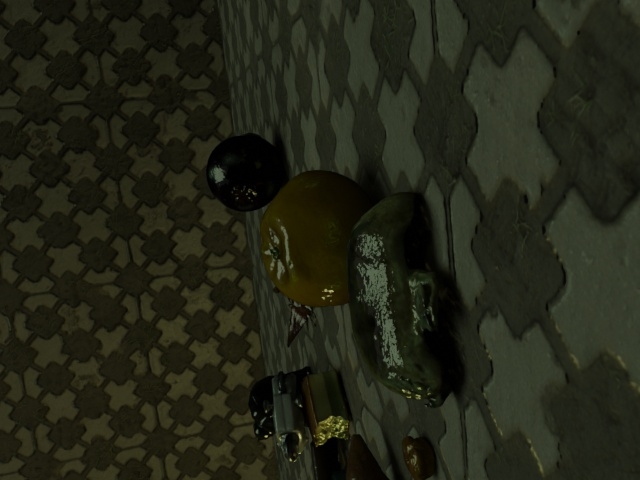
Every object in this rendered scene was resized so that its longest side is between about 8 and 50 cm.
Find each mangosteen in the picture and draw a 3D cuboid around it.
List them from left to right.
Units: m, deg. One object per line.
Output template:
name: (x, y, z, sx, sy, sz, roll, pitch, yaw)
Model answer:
mangosteen: (-0.262, -0.245, 2.106, 0.288, 0.288, 0.287, 172, 90, -77)

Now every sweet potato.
sweet potato: (0.124, 0.580, 1.280, 0.131, 0.131, 0.336, 103, 162, -58)

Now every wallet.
wallet: (0.029, 0.741, 1.820, 0.165, 0.042, 0.309, -2, -97, -66)

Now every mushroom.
mushroom: (0.119, 0.096, 0.988, 0.247, 0.130, 0.343, 175, 86, -81)

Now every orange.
orange: (0.000, 0.000, 1.204, 0.279, 0.235, 0.278, 164, 90, -73)

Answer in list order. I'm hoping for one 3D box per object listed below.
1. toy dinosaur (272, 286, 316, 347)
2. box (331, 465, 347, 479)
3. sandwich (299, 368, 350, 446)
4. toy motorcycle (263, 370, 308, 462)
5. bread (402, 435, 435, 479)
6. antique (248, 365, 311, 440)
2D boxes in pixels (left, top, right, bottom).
toy dinosaur: (-0.101, 0.217, 1.956, 0.206, 0.113, 0.327, 49, 158, 4)
box: (0.069, 0.715, 1.753, 0.099, 0.054, 0.074, -145, 50, -73)
sandwich: (0.009, 0.501, 1.752, 0.220, 0.108, 0.186, 104, 155, -59)
toy motorcycle: (-0.095, 0.525, 1.776, 0.171, 0.110, 0.260, 74, -174, -64)
bread: (0.179, 0.401, 1.105, 0.081, 0.046, 0.083, 93, 161, -50)
antique: (-0.120, 0.555, 2.029, 0.322, 0.255, 0.185, -162, 67, -73)
